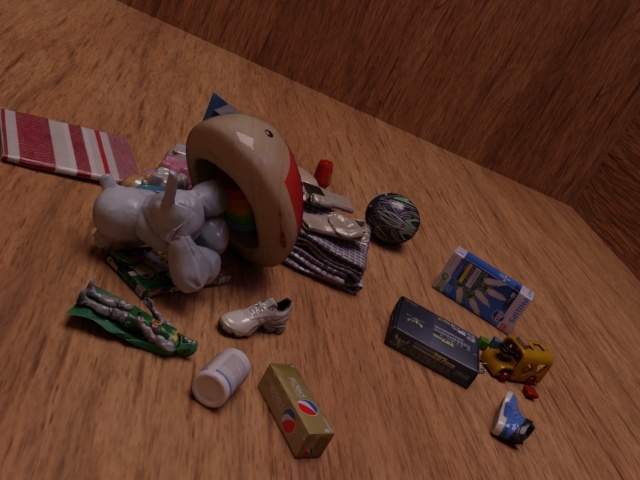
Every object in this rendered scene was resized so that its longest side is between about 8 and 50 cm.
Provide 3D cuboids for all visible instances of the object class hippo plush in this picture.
[{"bbox_3d":[-0.340,-0.015,1.514,0.237,0.234,0.294,2,1,15],"label":"hippo plush"}]

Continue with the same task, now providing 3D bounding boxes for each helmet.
[{"bbox_3d":[0.224,-0.068,2.323,0.169,0.169,0.161,32,6,7],"label":"helmet"}]

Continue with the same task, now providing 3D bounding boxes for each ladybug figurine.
[{"bbox_3d":[-0.154,-0.115,1.686,0.305,0.449,0.162,36,62,22],"label":"ladybug figurine"}]

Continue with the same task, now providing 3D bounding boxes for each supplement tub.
[{"bbox_3d":[-0.175,0.243,1.329,0.071,0.071,0.107,32,23,8],"label":"supplement tub"}]

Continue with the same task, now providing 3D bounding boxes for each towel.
[{"bbox_3d":[0.000,0.000,1.975,0.284,0.121,0.235,25,24,-8],"label":"towel"},{"bbox_3d":[-0.617,-0.220,1.846,0.329,0.037,0.237,11,30,-32],"label":"towel"}]

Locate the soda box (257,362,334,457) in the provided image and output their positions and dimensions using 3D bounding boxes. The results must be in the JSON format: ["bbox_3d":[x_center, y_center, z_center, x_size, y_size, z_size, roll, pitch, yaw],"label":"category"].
[{"bbox_3d":[-0.047,0.304,1.356,0.058,0.061,0.181,9,29,-37],"label":"soda box"}]

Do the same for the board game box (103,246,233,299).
[{"bbox_3d":[-0.319,0.059,1.605,0.136,0.030,0.260,42,26,24],"label":"board game box"}]

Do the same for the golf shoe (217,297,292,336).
[{"bbox_3d":[-0.132,0.149,1.556,0.176,0.086,0.069,-1,39,-48],"label":"golf shoe"}]

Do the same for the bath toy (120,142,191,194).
[{"bbox_3d":[-0.381,-0.134,1.816,0.151,0.129,0.348,18,24,0],"label":"bath toy"}]

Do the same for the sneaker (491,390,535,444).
[{"bbox_3d":[0.444,0.407,1.702,0.085,0.058,0.152,27,26,11],"label":"sneaker"}]

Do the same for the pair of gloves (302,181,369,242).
[{"bbox_3d":[0.023,-0.080,1.966,0.204,0.042,0.240,14,29,-26],"label":"pair of gloves"}]

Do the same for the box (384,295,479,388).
[{"bbox_3d":[0.279,0.247,1.853,0.233,0.059,0.183,29,24,1],"label":"box"}]

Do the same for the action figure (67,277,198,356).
[{"bbox_3d":[-0.330,0.149,1.369,0.232,0.063,0.137,29,19,-8],"label":"action figure"}]

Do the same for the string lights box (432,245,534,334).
[{"bbox_3d":[0.478,0.144,2.200,0.260,0.133,0.077,33,22,11],"label":"string lights box"}]

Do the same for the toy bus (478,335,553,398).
[{"bbox_3d":[0.504,0.299,1.940,0.191,0.104,0.202,32,23,8],"label":"toy bus"}]

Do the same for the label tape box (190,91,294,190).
[{"bbox_3d":[-0.254,-0.210,1.975,0.334,0.240,0.106,40,27,26],"label":"label tape box"}]

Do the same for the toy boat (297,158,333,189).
[{"bbox_3d":[-0.078,-0.156,2.207,0.267,0.148,0.318,30,26,33],"label":"toy boat"}]
